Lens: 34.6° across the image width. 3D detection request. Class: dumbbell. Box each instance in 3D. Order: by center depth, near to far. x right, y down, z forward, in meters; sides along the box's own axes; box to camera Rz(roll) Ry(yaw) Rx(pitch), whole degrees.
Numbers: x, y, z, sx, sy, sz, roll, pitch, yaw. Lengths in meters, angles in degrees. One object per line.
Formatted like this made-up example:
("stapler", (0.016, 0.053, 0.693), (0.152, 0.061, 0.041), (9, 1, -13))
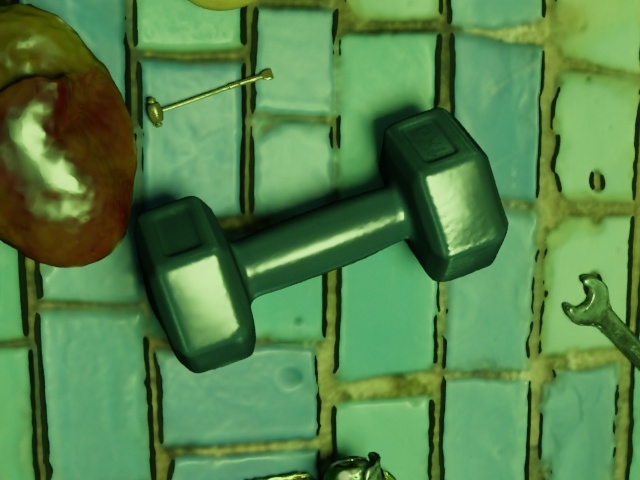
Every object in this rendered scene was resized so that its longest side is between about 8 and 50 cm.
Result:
("dumbbell", (0.000, 0.000, 0.928), (0.324, 0.144, 0.160), (-21, 102, -9))

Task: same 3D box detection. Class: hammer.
("hammer", (-0.101, -0.136, 0.949), (0.123, 0.014, 0.029), (-21, 113, -11))

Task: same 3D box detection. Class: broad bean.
("broad bean", (-0.238, -0.086, 0.871), (0.156, 0.122, 0.229), (-15, 106, -7))

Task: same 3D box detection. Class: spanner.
("spanner", (0.349, 0.132, 1.096), (0.254, 0.015, 0.054), (44, 87, -16))

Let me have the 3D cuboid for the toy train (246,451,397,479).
("toy train", (0.016, 0.338, 0.997), (0.177, 0.134, 0.261), (-7, 101, -11))

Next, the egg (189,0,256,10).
("egg", (-0.078, -0.242, 0.900), (0.096, 0.080, 0.080), (-7, 102, -25))
